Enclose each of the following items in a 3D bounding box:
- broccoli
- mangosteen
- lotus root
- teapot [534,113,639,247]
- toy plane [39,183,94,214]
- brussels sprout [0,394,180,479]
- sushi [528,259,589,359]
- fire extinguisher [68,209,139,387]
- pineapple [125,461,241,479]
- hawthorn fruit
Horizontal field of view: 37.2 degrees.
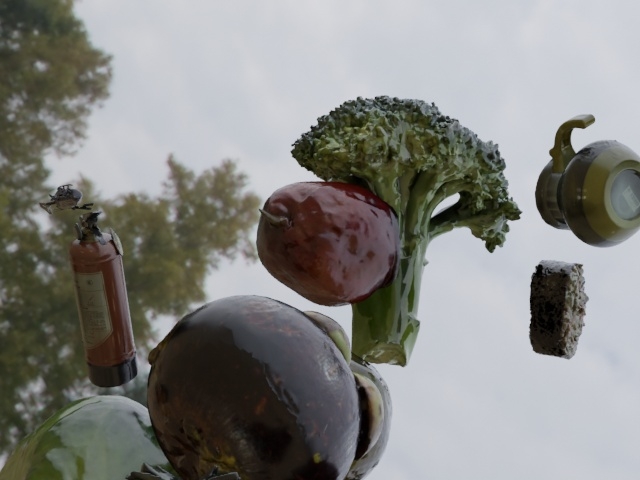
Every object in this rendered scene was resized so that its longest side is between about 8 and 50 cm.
[{"bbox_3d":[0.095,-0.043,1.449,0.353,0.397,0.275,39,-11,8],"label":"broccoli"},{"bbox_3d":[-0.038,0.131,0.821,0.192,0.217,0.192,16,-62,33],"label":"mangosteen"},{"bbox_3d":[-0.001,0.207,1.090,0.151,0.160,0.275,24,-20,-7],"label":"lotus root"},{"bbox_3d":[0.328,-0.073,1.155,0.119,0.130,0.166,8,-57,62],"label":"teapot"},{"bbox_3d":[-0.443,-0.067,1.636,0.120,0.031,0.049,-6,-42,33],"label":"toy plane"},{"bbox_3d":[-0.250,0.300,1.061,0.210,0.271,0.219,-35,-81,21],"label":"brussels sprout"},{"bbox_3d":[0.366,0.107,1.467,0.078,0.090,0.150,8,-81,32],"label":"sushi"},{"bbox_3d":[-0.199,0.048,0.868,0.062,0.050,0.177,35,-46,53],"label":"fire extinguisher"},{"bbox_3d":[-0.057,0.189,0.624,0.159,0.074,0.074,14,-47,14],"label":"pineapple"},{"bbox_3d":[0.000,0.000,1.337,0.189,0.251,0.190,-7,-102,36],"label":"hawthorn fruit"}]
